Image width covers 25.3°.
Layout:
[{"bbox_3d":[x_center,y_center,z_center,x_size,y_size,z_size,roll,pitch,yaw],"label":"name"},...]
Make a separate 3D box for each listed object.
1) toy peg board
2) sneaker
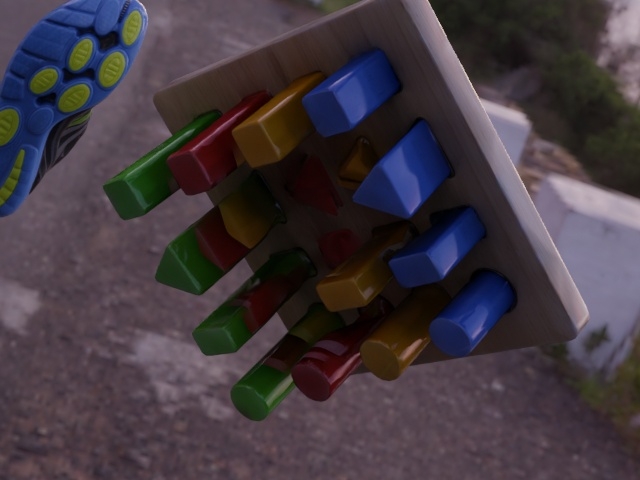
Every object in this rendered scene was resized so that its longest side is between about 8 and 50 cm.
[{"bbox_3d":[0.000,0.000,0.601,0.160,0.161,0.079,-14,22,46],"label":"toy peg board"},{"bbox_3d":[-0.182,-0.098,0.962,0.067,0.188,0.078,36,26,-10],"label":"sneaker"}]
